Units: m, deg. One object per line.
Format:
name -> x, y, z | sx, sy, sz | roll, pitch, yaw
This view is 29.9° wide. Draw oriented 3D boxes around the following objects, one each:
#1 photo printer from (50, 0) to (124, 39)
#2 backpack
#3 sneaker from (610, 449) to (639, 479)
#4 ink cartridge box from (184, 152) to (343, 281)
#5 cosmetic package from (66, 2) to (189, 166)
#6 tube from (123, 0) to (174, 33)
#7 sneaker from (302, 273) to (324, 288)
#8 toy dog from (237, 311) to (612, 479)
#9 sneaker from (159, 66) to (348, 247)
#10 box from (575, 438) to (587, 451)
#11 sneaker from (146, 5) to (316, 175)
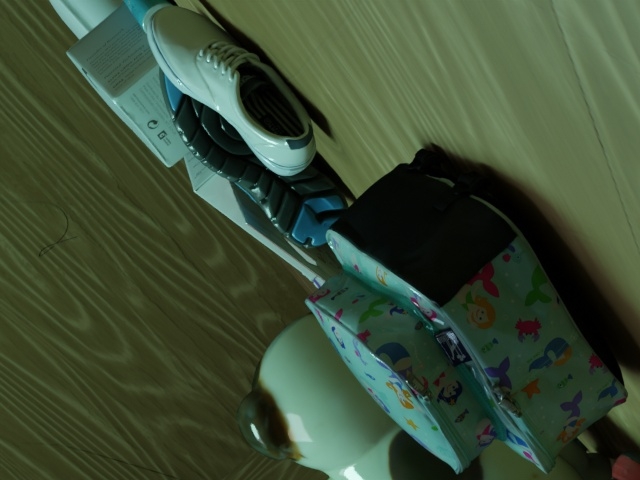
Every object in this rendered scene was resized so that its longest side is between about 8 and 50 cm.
photo printer -> -0.306, -0.314, 1.956 | 0.307, 0.107, 0.256 | 48, 175, 0
backpack -> 0.126, 0.080, 1.008 | 0.253, 0.191, 0.225 | 44, 176, -24
sneaker -> 0.371, 0.350, 1.227 | 0.276, 0.135, 0.097 | 47, 173, -4
ink cartridge box -> -0.075, -0.025, 1.812 | 0.296, 0.066, 0.261 | 38, -160, -42
cosmetic package -> -0.235, -0.234, 1.715 | 0.184, 0.151, 0.151 | 42, 172, 47
tube -> -0.262, -0.351, 1.669 | 0.207, 0.052, 0.080 | 50, 173, 41
sneaker -> 0.029, 0.061, 2.144 | 0.236, 0.095, 0.104 | 46, 167, 30
toy dog -> 0.096, 0.252, 1.391 | 0.408, 0.284, 0.395 | 39, -175, 7
sneaker -> -0.102, -0.131, 1.573 | 0.341, 0.125, 0.139 | 53, 178, -29
box -> 0.315, 0.255, 1.603 | 0.083, 0.018, 0.067 | 47, 174, 6
sneaker -> -0.096, -0.189, 1.379 | 0.258, 0.094, 0.091 | 43, 156, 8
